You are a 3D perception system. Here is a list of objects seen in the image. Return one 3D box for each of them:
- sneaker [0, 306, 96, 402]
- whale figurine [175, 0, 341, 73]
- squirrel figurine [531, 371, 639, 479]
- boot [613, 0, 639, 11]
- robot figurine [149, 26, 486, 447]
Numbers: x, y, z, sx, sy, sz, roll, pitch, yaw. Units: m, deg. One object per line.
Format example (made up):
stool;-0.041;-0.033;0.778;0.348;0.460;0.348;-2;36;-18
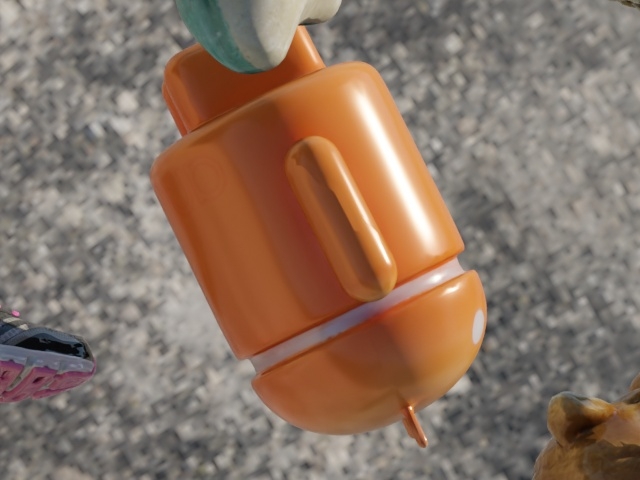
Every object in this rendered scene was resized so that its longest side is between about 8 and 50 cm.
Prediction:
sneaker;-0.194;0.035;1.027;0.170;0.063;0.075;13;62;-22
whale figurine;-0.094;-0.190;0.824;0.272;0.141;0.216;61;27;-13
squirrel figurine;0.347;0.140;1.463;0.370;0.397;0.281;-15;90;-26
boot;0.120;-0.084;0.715;0.165;0.213;0.077;22;3;2
robot figurine;0.000;0.000;0.972;0.128;0.158;0.219;-23;86;-46
